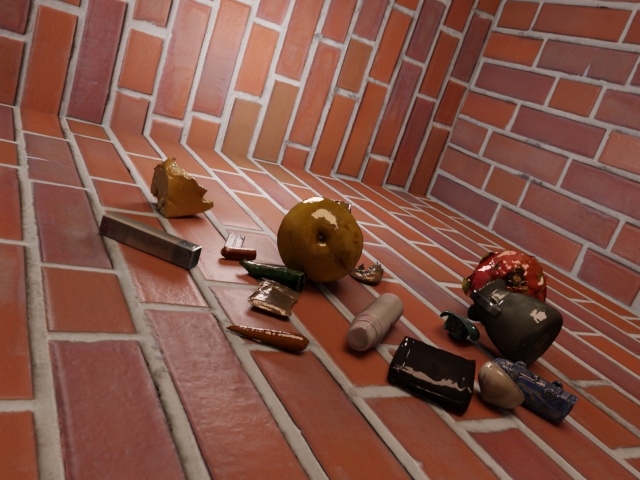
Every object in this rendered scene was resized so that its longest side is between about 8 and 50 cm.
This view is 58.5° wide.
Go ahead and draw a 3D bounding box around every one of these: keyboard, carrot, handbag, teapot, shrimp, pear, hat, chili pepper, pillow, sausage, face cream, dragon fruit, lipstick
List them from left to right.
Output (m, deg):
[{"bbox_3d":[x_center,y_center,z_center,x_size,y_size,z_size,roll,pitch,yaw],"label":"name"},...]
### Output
[{"bbox_3d":[-0.528,-0.002,1.777,0.318,0.066,0.068,21,17,9],"label":"lipstick"},{"bbox_3d":[-0.312,0.007,2.085,0.064,0.010,0.198,15,16,-6],"label":"keyboard"},{"bbox_3d":[-0.279,0.044,1.944,0.131,0.041,0.039,6,35,-36],"label":"sausage"},{"bbox_3d":[-0.136,0.244,1.459,0.217,0.048,0.048,12,17,-3],"label":"carrot"},{"bbox_3d":[-0.159,0.102,1.836,0.227,0.088,0.059,18,42,12],"label":"chili pepper"},{"bbox_3d":[-0.137,0.171,1.706,0.136,0.034,0.211,17,15,1],"label":"pillow"},{"bbox_3d":[0.000,0.000,1.948,0.315,0.314,0.314,17,16,-5],"label":"pear"},{"bbox_3d":[0.184,0.119,2.217,0.126,0.047,0.223,12,16,13],"label":"shrimp"},{"bbox_3d":[0.161,0.241,1.685,0.102,0.101,0.346,24,18,17],"label":"face cream"},{"bbox_3d":[0.306,0.345,1.540,0.223,0.080,0.247,22,16,13],"label":"handbag"},{"bbox_3d":[0.455,0.290,1.903,0.138,0.077,0.191,40,6,32],"label":"hat"},{"bbox_3d":[0.587,0.255,1.862,0.306,0.223,0.285,-10,38,-38],"label":"teapot"},{"bbox_3d":[0.668,0.180,2.100,0.306,0.305,0.226,29,19,31],"label":"dragon fruit"}]

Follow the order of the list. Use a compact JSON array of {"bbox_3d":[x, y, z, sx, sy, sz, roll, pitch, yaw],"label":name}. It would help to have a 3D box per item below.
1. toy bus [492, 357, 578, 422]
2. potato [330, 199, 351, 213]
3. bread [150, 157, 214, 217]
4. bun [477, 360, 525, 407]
[{"bbox_3d":[0.587,0.414,1.600,0.237,0.094,0.079,27,24,32],"label":"toy bus"},{"bbox_3d":[0.018,-0.044,2.226,0.196,0.246,0.299,5,-3,2],"label":"potato"},{"bbox_3d":[-0.533,-0.214,2.205,0.224,0.211,0.184,-5,21,-43],"label":"bread"},{"bbox_3d":[0.471,0.400,1.535,0.138,0.094,0.138,48,0,0],"label":"bun"}]
